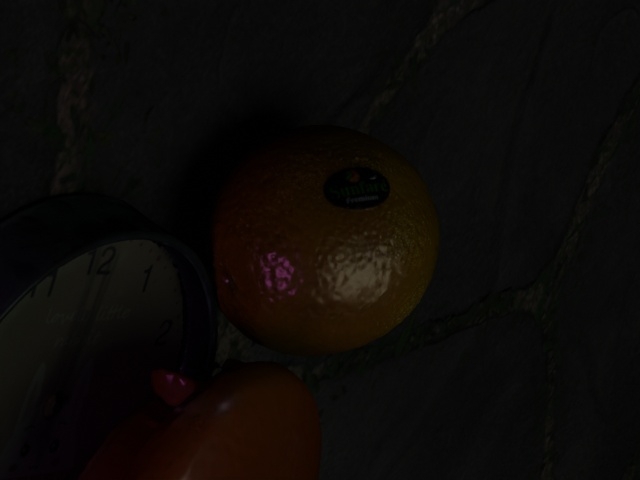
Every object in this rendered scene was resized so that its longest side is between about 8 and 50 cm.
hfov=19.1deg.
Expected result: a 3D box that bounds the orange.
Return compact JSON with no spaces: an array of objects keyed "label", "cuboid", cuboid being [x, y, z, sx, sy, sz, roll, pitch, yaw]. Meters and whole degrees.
[{"label":"orange","cuboid":[0.000,0.000,1.800,0.236,0.236,0.236,-37,141,-37]}]

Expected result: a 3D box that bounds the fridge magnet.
[{"label":"fridge magnet","cuboid":[-0.118,0.274,1.726,0.363,0.155,0.363,-46,148,-40]}]

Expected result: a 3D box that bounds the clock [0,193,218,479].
[{"label":"clock","cuboid":[-0.239,0.147,1.688,0.386,0.076,0.386,-37,142,-37]}]
